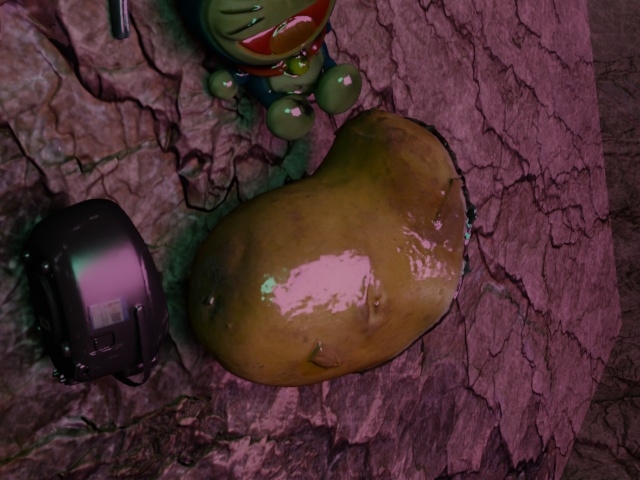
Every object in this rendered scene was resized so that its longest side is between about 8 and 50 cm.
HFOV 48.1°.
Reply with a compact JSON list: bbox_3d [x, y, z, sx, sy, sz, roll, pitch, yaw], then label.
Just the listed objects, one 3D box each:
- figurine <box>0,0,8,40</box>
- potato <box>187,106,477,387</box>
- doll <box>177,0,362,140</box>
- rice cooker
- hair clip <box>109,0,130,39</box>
[{"bbox_3d":[-0.305,-0.263,0.625,0.125,0.125,0.138,-63,154,-26],"label":"figurine"},{"bbox_3d":[0.000,0.000,0.918,0.296,0.290,0.397,14,103,-50],"label":"potato"},{"bbox_3d":[-0.069,-0.287,0.892,0.198,0.186,0.322,-30,142,-13],"label":"doll"},{"bbox_3d":[-0.234,0.059,0.748,0.118,0.142,0.203,-20,110,-37],"label":"rice cooker"},{"bbox_3d":[-0.217,-0.344,0.811,0.070,0.039,0.230,14,88,-52],"label":"hair clip"}]
